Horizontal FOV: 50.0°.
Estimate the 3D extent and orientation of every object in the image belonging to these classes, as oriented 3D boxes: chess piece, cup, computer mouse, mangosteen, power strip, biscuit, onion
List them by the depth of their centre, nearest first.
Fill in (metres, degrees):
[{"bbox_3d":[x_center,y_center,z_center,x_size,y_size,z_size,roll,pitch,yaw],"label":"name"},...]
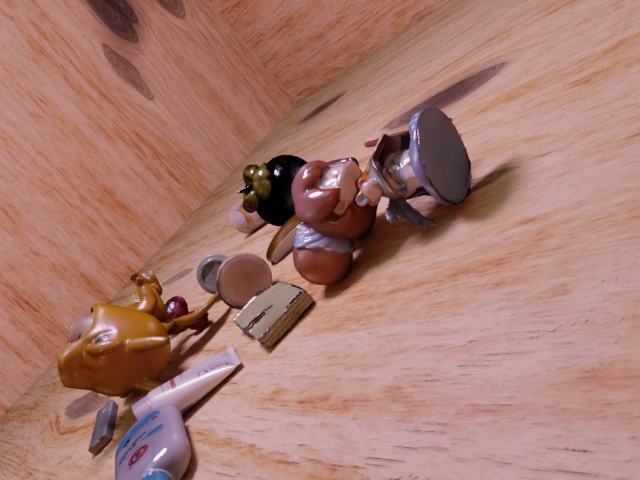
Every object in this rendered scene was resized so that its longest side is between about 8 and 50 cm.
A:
[{"bbox_3d":[-0.111,0.157,1.517,0.147,0.046,0.250,-48,18,-13],"label":"biscuit"},{"bbox_3d":[-0.213,0.093,1.791,0.143,0.143,0.261,-45,12,-7],"label":"chess piece"},{"bbox_3d":[-0.566,0.480,1.794,0.060,0.027,0.253,-44,16,-1],"label":"power strip"},{"bbox_3d":[-0.062,-0.036,1.887,0.245,0.056,0.126,-39,17,6],"label":"computer mouse"},{"bbox_3d":[-0.120,-0.149,2.003,0.243,0.243,0.243,-39,16,14],"label":"mangosteen"},{"bbox_3d":[-0.301,0.094,2.025,0.120,0.120,0.141,-43,7,0],"label":"cup"},{"bbox_3d":[-0.430,0.219,2.042,0.107,0.097,0.107,20,-90,-90],"label":"onion"}]

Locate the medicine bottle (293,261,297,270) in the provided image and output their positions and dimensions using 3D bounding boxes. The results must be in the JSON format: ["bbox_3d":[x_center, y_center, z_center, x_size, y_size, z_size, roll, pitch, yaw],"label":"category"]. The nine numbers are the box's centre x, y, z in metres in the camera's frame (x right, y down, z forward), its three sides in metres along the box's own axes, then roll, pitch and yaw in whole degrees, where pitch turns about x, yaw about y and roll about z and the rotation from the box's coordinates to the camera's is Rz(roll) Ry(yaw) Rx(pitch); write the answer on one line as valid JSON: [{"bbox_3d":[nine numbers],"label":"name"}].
[{"bbox_3d":[0.000,0.000,1.597,0.083,0.083,0.203,-30,22,38],"label":"medicine bottle"}]

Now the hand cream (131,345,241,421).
[{"bbox_3d":[-0.280,0.316,1.475,0.248,0.083,0.133,-36,16,-11],"label":"hand cream"}]

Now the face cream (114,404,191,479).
[{"bbox_3d":[-0.307,0.414,1.255,0.163,0.080,0.337,-44,16,-8],"label":"face cream"}]

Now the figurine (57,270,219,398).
[{"bbox_3d":[-0.454,0.234,1.746,0.401,0.268,0.387,-35,14,9],"label":"figurine"}]

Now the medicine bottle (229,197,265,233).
[{"bbox_3d":[-0.189,-0.126,2.310,0.252,0.114,0.114,-33,19,30],"label":"medicine bottle"}]

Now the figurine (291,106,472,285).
[{"bbox_3d":[0.104,-0.092,1.376,0.388,0.248,0.276,-17,25,37],"label":"figurine"}]
